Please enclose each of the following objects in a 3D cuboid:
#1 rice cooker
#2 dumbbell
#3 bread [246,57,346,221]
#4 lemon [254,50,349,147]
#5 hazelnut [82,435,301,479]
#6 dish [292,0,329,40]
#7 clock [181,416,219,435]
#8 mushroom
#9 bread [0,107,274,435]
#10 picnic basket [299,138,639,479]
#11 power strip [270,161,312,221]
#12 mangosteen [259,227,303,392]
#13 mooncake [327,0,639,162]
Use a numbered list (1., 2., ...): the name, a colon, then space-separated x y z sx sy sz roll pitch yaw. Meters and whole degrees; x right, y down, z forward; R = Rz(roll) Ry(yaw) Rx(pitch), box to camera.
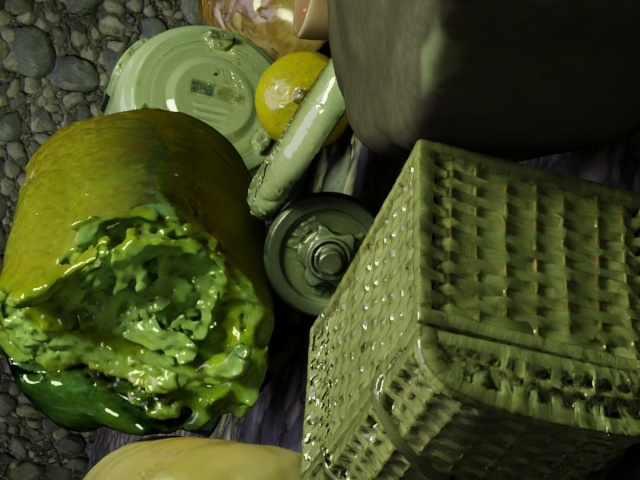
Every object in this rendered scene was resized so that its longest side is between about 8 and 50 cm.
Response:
1. rice cooker: -0.154 -0.127 1.444 0.244 0.226 0.226 128 152 -66
2. dumbbell: 0.000 0.000 1.125 0.254 0.110 0.110 -116 39 -81
3. bread: 0.014 -0.133 1.080 0.267 0.040 0.267 -55 2 3
4. lemon: -0.017 -0.150 1.302 0.133 0.109 0.109 63 -141 -87
5. hazelnut: -0.085 0.259 1.013 0.261 0.241 0.261 51 153 39
6. dish: 0.040 -0.299 1.239 0.213 0.090 0.213 -167 90 -80
7. clock: -0.171 0.131 1.812 0.319 0.066 0.319 -169 90 -78
8. mushroom: -0.078 -0.283 1.527 0.156 0.151 0.286 -53 17 -5
9. bread: -0.176 0.007 1.144 0.376 0.251 0.208 -99 -4 -62
10. picnic basket: 0.076 0.076 0.626 0.196 0.134 0.154 119 163 -51
11. power strip: -0.056 -0.152 1.622 0.367 0.043 0.106 -100 27 -59
12. mangosteen: -0.126 0.086 1.354 0.243 0.243 0.243 -168 90 -77
13. mooncake: 0.092 -0.177 0.670 0.306 0.154 0.306 -179 90 -82
